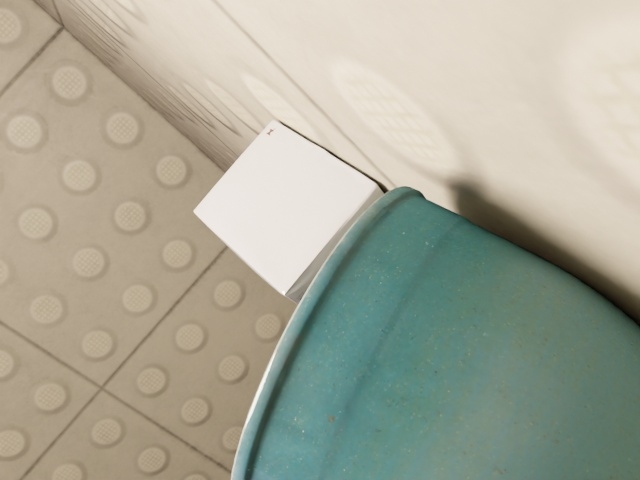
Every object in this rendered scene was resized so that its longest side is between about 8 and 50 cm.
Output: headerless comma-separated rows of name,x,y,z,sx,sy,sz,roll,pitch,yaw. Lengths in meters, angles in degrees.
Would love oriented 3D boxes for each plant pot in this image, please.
plant pot,0.121,0.135,0.421,0.255,0.271,0.271,24,170,21

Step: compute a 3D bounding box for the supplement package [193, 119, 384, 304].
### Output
supplement package,0.000,0.000,0.753,0.194,0.149,0.203,38,176,40
